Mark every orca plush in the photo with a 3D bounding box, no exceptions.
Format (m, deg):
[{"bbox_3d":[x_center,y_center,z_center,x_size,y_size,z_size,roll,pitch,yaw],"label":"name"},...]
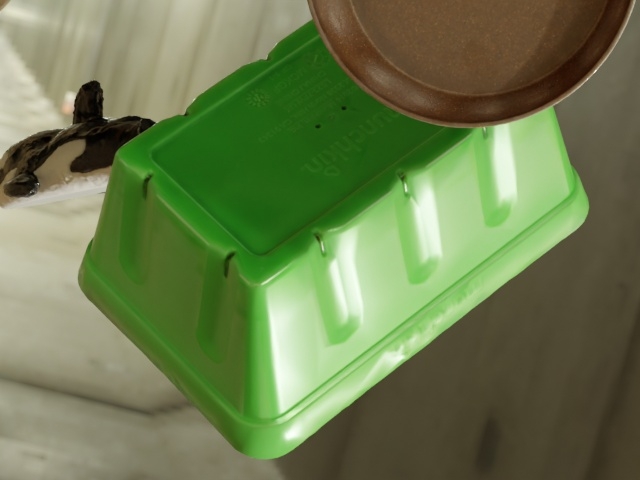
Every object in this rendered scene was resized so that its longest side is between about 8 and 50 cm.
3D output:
[{"bbox_3d":[-0.215,-0.097,1.814,0.151,0.102,0.287,-9,179,-28],"label":"orca plush"}]

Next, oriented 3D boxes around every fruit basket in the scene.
[{"bbox_3d":[0.000,0.000,1.600,0.283,0.392,0.392,43,-163,27],"label":"fruit basket"}]

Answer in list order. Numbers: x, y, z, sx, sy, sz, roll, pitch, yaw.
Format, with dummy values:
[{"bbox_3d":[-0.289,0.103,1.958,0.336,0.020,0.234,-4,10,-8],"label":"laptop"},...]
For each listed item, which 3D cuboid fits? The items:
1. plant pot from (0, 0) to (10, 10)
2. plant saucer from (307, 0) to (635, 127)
[{"bbox_3d":[-0.429,-0.318,1.862,0.280,0.323,0.323,19,-174,34],"label":"plant pot"},{"bbox_3d":[0.075,-0.139,0.966,0.168,0.168,0.029,16,-170,16],"label":"plant saucer"}]
